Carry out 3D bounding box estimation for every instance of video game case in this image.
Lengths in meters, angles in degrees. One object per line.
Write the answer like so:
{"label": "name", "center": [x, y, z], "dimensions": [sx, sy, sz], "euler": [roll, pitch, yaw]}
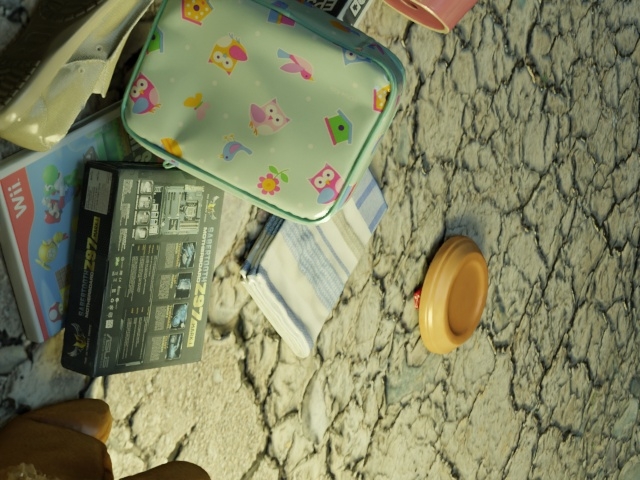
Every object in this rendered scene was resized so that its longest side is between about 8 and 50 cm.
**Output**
{"label": "video game case", "center": [-0.241, -0.040, 1.427], "dimensions": [0.285, 0.025, 0.204], "euler": [-36, 127, -44]}

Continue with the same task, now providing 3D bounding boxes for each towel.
{"label": "towel", "center": [0.000, 0.000, 1.765], "dimensions": [0.285, 0.034, 0.209], "euler": [-59, 141, -26]}

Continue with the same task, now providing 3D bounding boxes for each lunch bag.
{"label": "lunch bag", "center": [-0.067, -0.153, 1.370], "dimensions": [0.224, 0.279, 0.108], "euler": [-65, 174, 20]}

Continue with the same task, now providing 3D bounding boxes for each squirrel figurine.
{"label": "squirrel figurine", "center": [-0.221, 0.335, 1.253], "dimensions": [0.397, 0.371, 0.281], "euler": [7, 93, -55]}

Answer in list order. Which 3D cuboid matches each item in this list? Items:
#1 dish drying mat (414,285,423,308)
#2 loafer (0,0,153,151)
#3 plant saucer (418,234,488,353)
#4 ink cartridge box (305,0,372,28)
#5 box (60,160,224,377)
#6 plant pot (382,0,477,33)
{"label": "dish drying mat", "center": [0.176, 0.080, 2.052], "dimensions": [0.083, 0.008, 0.032], "euler": [-35, 125, -45]}
{"label": "loafer", "center": [-0.251, -0.199, 1.315], "dimensions": [0.268, 0.102, 0.092], "euler": [-52, 139, -19]}
{"label": "plant saucer", "center": [0.225, 0.092, 2.086], "dimensions": [0.200, 0.037, 0.199], "euler": [-26, 122, -52]}
{"label": "ink cartridge box", "center": [-0.032, -0.279, 1.498], "dimensions": [0.045, 0.206, 0.208], "euler": [52, 57, -40]}
{"label": "box", "center": [-0.196, 0.029, 1.431], "dimensions": [0.183, 0.059, 0.232], "euler": [-3, 104, -55]}
{"label": "plant pot", "center": [0.169, -0.399, 1.775], "dimensions": [0.201, 0.201, 0.180], "euler": [30, 90, -53]}
